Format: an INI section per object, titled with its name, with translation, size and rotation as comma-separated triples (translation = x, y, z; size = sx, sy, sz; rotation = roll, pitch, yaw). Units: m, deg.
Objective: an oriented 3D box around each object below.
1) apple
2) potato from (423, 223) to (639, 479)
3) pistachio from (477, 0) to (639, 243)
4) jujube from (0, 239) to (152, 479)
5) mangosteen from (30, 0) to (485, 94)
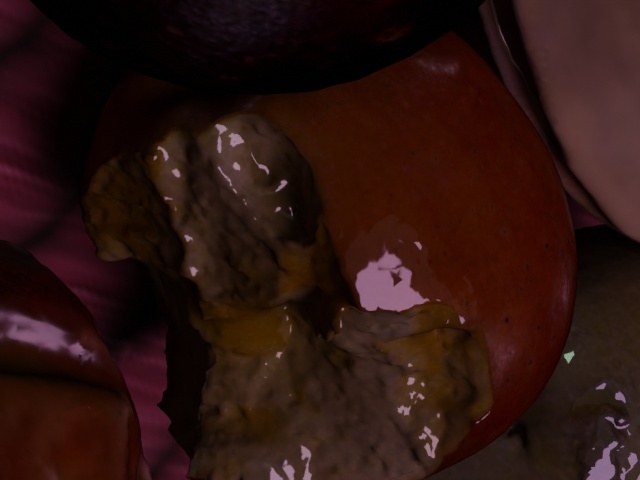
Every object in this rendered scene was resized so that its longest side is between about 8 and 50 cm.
[apple]
translation = 0.005, -0.006, 0.570
size = 0.147, 0.156, 0.158
rotation = -28, 126, -35
[potato]
translation = 0.094, 0.089, 0.706
size = 0.251, 0.159, 0.174
rotation = -39, 160, -3
[pistachio]
translation = 0.142, -0.128, 0.598
size = 0.214, 0.193, 0.318
rotation = -40, 122, -9
[jujube]
translation = -0.136, 0.166, 0.518
size = 0.216, 0.216, 0.342
rotation = -5, 102, -40
[mangosteen]
translation = -0.020, -0.139, 0.450
size = 0.210, 0.210, 0.210
rotation = -20, 125, -32
